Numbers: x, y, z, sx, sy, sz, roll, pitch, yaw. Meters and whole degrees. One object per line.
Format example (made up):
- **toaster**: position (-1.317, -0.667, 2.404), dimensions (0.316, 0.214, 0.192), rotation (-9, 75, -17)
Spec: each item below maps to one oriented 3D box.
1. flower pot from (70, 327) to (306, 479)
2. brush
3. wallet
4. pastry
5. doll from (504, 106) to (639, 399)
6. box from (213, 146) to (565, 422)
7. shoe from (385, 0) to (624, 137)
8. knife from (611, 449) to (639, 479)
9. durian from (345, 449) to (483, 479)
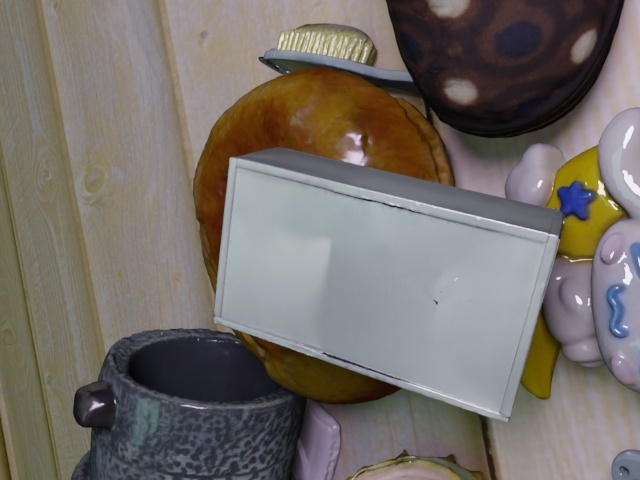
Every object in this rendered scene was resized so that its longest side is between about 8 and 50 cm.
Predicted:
- **flower pot**: position (-0.151, 0.279, 0.757), dimensions (0.299, 0.299, 0.283), rotation (23, 106, 45)
- **brush**: position (0.049, -0.188, 0.660), dimensions (0.297, 0.068, 0.060), rotation (23, 93, 41)
- **wallet**: position (-0.045, 0.251, 0.879), dimensions (0.183, 0.032, 0.124), rotation (35, 121, 41)
- **pastry**: position (0.000, 0.000, 0.667), dimensions (0.356, 0.164, 0.356), rotation (22, 120, 45)
- **doll**: position (0.222, 0.032, 0.452), dimensions (0.237, 0.111, 0.252), rotation (-1, 87, 51)
- **box**: position (0.044, 0.021, 0.466), dimensions (0.225, 0.086, 0.129), rotation (15, 109, 19)
- **shoe**: position (0.099, -0.262, 0.418), dimensions (0.171, 0.237, 0.384), rotation (5, 99, 34)
- **knife**: position (0.295, 0.192, 0.470), dimensions (0.162, 0.023, 0.044), rotation (3, 98, 50)
- **durian**: position (0.099, 0.313, 0.640), dimensions (0.305, 0.185, 0.195), rotation (-10, 72, 46)
